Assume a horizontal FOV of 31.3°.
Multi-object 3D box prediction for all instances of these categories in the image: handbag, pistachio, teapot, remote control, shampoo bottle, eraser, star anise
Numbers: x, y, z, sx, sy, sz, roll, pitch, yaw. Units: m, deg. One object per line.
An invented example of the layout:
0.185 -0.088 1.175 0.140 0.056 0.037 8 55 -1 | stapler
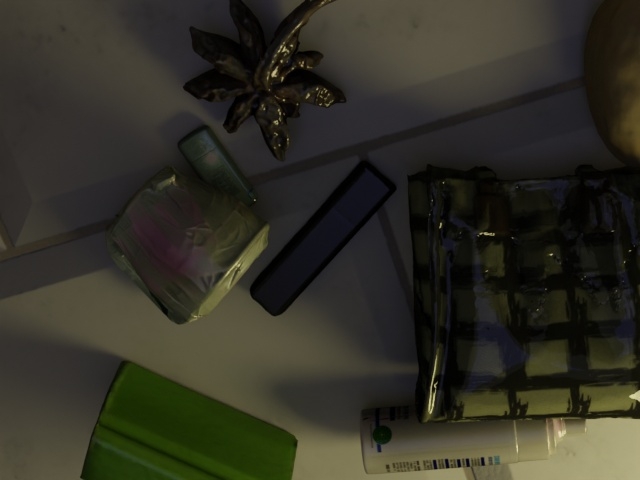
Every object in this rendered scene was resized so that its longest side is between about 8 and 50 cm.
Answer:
0.277 0.067 1.443 0.325 0.162 0.326 -2 102 2 | handbag
0.387 -0.198 1.350 0.152 0.126 0.223 9 118 42 | pistachio
-0.177 -0.003 1.465 0.178 0.221 0.163 41 77 -2 | teapot
0.000 0.000 1.508 0.063 0.025 0.245 40 108 -5 | remote control
0.208 0.261 1.549 0.303 0.092 0.092 -6 109 8 | shampoo bottle
-0.175 0.289 1.534 0.274 0.210 0.092 25 111 -6 | eraser
-0.134 -0.090 1.489 0.053 0.018 0.124 -32 105 16 | remote control
-0.062 -0.214 1.400 0.209 0.089 0.231 12 123 -7 | star anise
